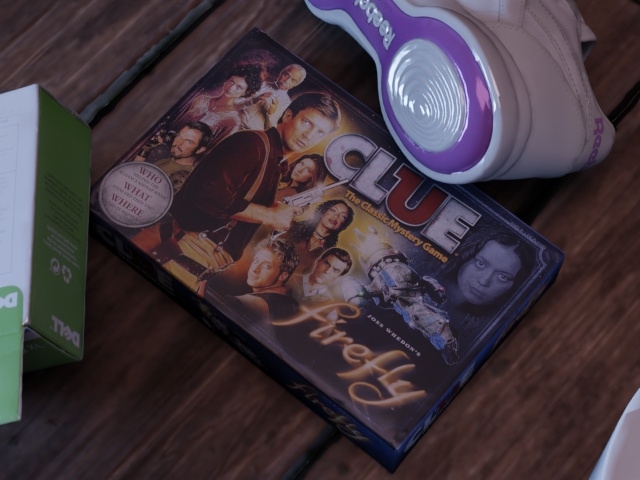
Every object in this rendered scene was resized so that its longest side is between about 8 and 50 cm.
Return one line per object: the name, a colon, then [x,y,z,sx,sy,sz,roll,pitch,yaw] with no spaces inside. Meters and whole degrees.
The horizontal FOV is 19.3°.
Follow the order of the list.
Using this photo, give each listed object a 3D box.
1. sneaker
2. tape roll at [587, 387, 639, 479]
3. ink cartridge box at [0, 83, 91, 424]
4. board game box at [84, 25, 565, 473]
sneaker: [0.081,-0.151,1.185,0.152,0.114,0.305,3,51,-36]
tape roll: [0.250,0.178,0.981,0.246,0.169,0.246,1,63,-3]
ink cartridge box: [-0.194,0.024,1.071,0.109,0.062,0.209,-13,61,21]
board game box: [0.000,0.000,1.125,0.243,0.042,0.165,37,68,14]
